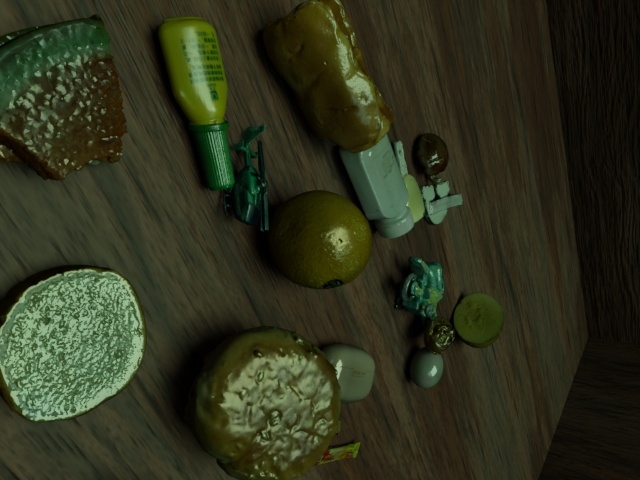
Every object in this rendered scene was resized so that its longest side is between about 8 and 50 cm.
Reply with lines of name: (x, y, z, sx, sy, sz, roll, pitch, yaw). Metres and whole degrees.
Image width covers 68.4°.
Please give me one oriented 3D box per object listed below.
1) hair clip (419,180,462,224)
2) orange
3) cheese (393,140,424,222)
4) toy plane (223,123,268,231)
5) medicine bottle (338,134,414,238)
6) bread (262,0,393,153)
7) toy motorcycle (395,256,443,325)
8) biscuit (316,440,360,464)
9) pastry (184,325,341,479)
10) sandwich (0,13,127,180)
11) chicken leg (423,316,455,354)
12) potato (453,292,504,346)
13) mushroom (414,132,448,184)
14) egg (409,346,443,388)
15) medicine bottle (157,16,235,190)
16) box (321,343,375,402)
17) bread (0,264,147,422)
hair clip: (0.401, -0.126, 1.580, 0.220, 0.054, 0.140, -18, 110, -43)
orange: (0.000, 0.000, 1.015, 0.236, 0.236, 0.236, -4, 95, -48)
cheese: (0.252, -0.172, 1.408, 0.127, 0.054, 0.251, -32, 115, -46)
toy plane: (-0.144, -0.121, 0.943, 0.060, 0.096, 0.235, 15, 63, -50)
medicine bottle: (0.158, -0.153, 1.264, 0.161, 0.111, 0.296, -53, 127, -38)
bread: (0.021, -0.350, 1.042, 0.344, 0.195, 0.149, 57, 48, -30)
toy motorcycle: (0.325, 0.146, 1.459, 0.296, 0.109, 0.198, 40, 69, -53)
biscuit: (0.007, 0.549, 1.197, 0.292, 0.026, 0.048, 16, 100, -47)
pastry: (-0.110, 0.310, 0.918, 0.315, 0.184, 0.284, 45, 70, -25)
sandwich: (-0.384, -0.193, 0.659, 0.292, 0.109, 0.212, -33, 115, -42)
chicken leg: (0.386, 0.296, 1.525, 0.107, 0.087, 0.251, -58, 165, 9)
potato: (0.584, 0.321, 1.737, 0.158, 0.178, 0.203, 69, 20, -45)
mushroom: (0.362, -0.259, 1.505, 0.135, 0.080, 0.170, -32, 113, -31)
egg: (0.338, 0.402, 1.496, 0.103, 0.103, 0.135, 50, 53, -37)
medicine bottle: (-0.214, -0.245, 0.868, 0.111, 0.076, 0.309, -22, 108, -39)
box: (0.062, 0.338, 1.197, 0.200, 0.088, 0.146, 24, 73, -47)
bread: (-0.377, 0.151, 0.715, 0.236, 0.070, 0.236, -2, 93, -47)
